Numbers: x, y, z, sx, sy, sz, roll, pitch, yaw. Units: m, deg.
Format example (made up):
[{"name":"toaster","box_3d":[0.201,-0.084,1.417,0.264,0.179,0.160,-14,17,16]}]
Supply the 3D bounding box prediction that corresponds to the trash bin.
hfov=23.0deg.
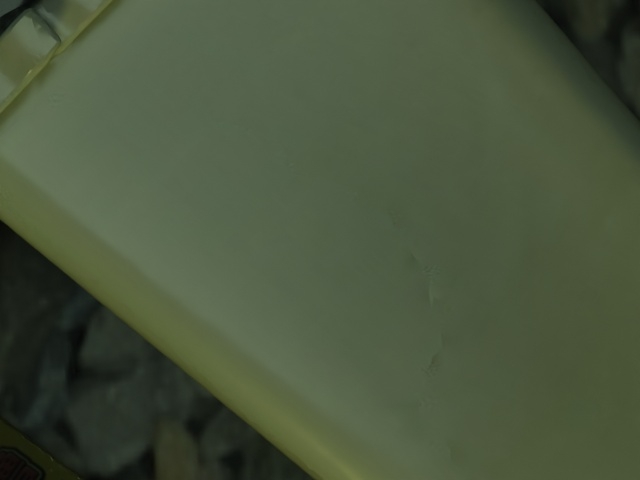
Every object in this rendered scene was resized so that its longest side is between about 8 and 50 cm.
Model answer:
[{"name":"trash bin","box_3d":[0.000,0.000,0.677,0.367,0.256,0.296,44,85,-2]}]

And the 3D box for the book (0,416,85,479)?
[{"name":"book","box_3d":[-0.166,0.180,0.752,0.192,0.013,0.168,34,86,13]}]
